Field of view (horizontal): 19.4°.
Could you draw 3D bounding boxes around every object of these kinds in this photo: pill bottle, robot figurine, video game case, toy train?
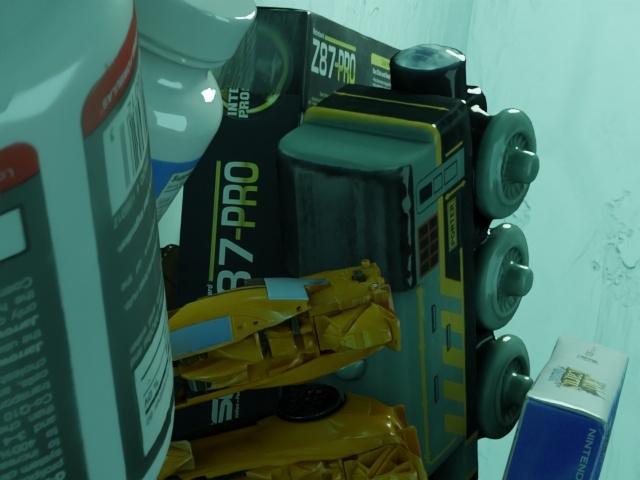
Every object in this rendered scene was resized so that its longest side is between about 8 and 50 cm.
[{"bbox_3d":[-0.129,-0.056,0.992,0.221,0.124,0.124,-56,179,23],"label":"pill bottle"},{"bbox_3d":[-0.088,0.117,1.148,0.085,0.291,0.211,-118,-166,-64],"label":"robot figurine"},{"bbox_3d":[0.147,0.218,1.299,0.244,0.061,0.269,-32,137,-77],"label":"video game case"},{"bbox_3d":[-0.173,0.030,0.828,0.210,0.210,0.363,-70,164,-46],"label":"pill bottle"},{"bbox_3d":[0.056,0.038,1.276,0.190,0.142,0.334,-36,132,-49],"label":"toy train"}]

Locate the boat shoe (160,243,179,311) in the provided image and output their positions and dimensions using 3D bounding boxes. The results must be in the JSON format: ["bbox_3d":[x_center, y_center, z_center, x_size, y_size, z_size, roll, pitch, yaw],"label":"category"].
[{"bbox_3d":[-0.127,0.156,1.408,0.111,0.104,0.307,40,57,-70],"label":"boat shoe"}]

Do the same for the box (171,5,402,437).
[{"bbox_3d":[0.000,0.000,1.439,0.395,0.097,0.318,0,96,-73],"label":"box"}]
